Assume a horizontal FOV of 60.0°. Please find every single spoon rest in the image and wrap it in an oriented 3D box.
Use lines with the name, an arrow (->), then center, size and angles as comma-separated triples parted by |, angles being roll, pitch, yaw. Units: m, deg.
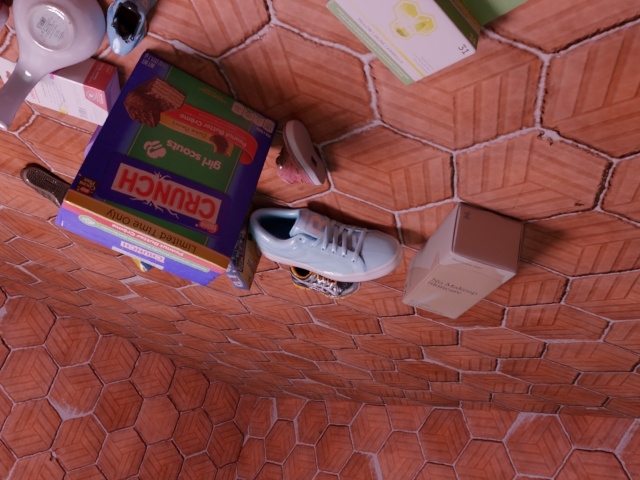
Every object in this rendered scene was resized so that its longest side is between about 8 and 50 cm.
spoon rest -> -0.459, -0.307, 0.898 | 0.137, 0.084, 0.276 | 37, 114, -27

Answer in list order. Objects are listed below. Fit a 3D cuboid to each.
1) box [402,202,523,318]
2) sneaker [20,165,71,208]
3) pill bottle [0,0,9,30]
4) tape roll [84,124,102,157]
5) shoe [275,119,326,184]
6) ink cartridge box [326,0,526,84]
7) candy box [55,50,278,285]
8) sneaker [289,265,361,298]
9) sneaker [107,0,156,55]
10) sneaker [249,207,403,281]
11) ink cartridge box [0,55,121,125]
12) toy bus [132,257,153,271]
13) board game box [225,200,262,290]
box -> 0.300, 0.056, 1.214 | 0.148, 0.121, 0.311 | 17, 154, -1
sneaker -> -0.713, -0.135, 1.483 | 0.071, 0.066, 0.188 | 14, 154, 44
pill bottle -> -0.635, -0.391, 0.814 | 0.160, 0.160, 0.283 | -5, 147, 36
tape roll -> -0.351, -0.162, 1.185 | 0.275, 0.090, 0.275 | 13, 153, 7
shoe -> -0.054, -0.160, 1.052 | 0.081, 0.063, 0.178 | -1, 154, 20
ink cartridge box -> 0.148, -0.303, 0.680 | 0.171, 0.056, 0.235 | 34, 150, -31
candy box -> -0.250, -0.121, 0.952 | 0.268, 0.317, 0.122 | 25, 152, -19
sneaker -> 0.008, 0.101, 1.510 | 0.215, 0.084, 0.083 | 4, 147, 24
sneaker -> -0.300, -0.332, 0.843 | 0.063, 0.073, 0.162 | 25, 152, -19
sneaker -> 0.000, 0.000, 1.258 | 0.366, 0.135, 0.150 | 5, 155, 18
ink cartridge box -> -0.478, -0.294, 1.021 | 0.198, 0.067, 0.115 | 18, 153, -7
toy bus -> -0.427, -0.007, 1.503 | 0.104, 0.202, 0.191 | 54, 153, -6
board game box -> -0.193, -0.006, 1.317 | 0.042, 0.165, 0.243 | 9, 152, 14
